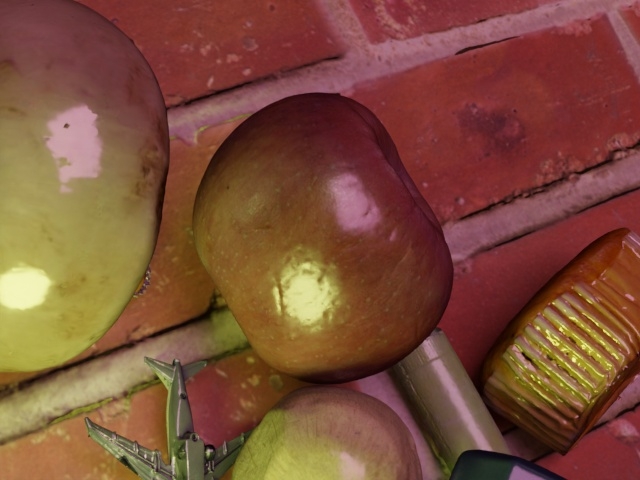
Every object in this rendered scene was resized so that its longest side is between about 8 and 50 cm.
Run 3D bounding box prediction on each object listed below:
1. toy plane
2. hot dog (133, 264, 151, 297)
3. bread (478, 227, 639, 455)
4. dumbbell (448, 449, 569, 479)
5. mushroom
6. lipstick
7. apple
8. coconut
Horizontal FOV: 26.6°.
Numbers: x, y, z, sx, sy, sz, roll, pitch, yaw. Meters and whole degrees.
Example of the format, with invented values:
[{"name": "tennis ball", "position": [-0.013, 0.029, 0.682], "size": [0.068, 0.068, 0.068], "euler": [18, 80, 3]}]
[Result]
[{"name": "toy plane", "position": [-0.143, 0.225, 1.386], "size": [0.226, 0.058, 0.226], "euler": [8, 64, -40]}, {"name": "hot dog", "position": [-0.247, -0.019, 1.448], "size": [0.108, 0.059, 0.191], "euler": [-8, 70, -33]}, {"name": "bread", "position": [0.308, 0.109, 1.587], "size": [0.156, 0.204, 0.288], "euler": [40, 52, 16]}, {"name": "dumbbell", "position": [0.159, 0.380, 1.371], "size": [0.160, 0.144, 0.325], "euler": [25, 74, -3]}, {"name": "mushroom", "position": [-0.275, -0.053, 1.291], "size": [0.294, 0.362, 0.362], "euler": [10, 62, -48]}, {"name": "lipstick", "position": [0.176, 0.242, 1.523], "size": [0.076, 0.076, 0.304], "euler": [-23, 81, -32]}, {"name": "apple", "position": [0.000, 0.000, 1.433], "size": [0.235, 0.306, 0.306], "euler": [-30, 80, 10]}, {"name": "coconut", "position": [0.007, 0.253, 1.373], "size": [0.224, 0.224, 0.224], "euler": [10, 64, -21]}]
